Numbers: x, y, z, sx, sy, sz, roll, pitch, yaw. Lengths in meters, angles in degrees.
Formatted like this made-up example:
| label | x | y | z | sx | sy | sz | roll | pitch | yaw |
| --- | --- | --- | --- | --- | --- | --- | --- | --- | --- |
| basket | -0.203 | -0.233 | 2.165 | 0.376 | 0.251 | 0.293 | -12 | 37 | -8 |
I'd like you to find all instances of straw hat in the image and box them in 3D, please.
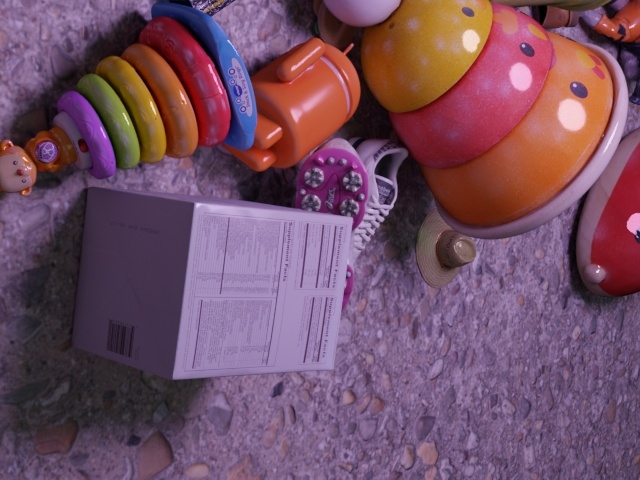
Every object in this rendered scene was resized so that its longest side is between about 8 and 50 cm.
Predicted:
| label | x | y | z | sx | sy | sz | roll | pitch | yaw |
| --- | --- | --- | --- | --- | --- | --- | --- | --- | --- |
| straw hat | 0.225 | 0.015 | 1.749 | 0.144 | 0.061 | 0.145 | -10 | 103 | -46 |

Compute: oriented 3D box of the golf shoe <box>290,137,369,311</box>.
| label | x | y | z | sx | sy | sz | roll | pitch | yaw |
| --- | --- | --- | --- | --- | --- | --- | --- | --- | --- |
| golf shoe | 0.000 | 0.000 | 1.460 | 0.140 | 0.115 | 0.306 | -85 | -169 | -65 |

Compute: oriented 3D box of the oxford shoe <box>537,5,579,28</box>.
| label | x | y | z | sx | sy | sz | roll | pitch | yaw |
| --- | --- | --- | --- | --- | --- | --- | --- | --- | --- |
| oxford shoe | 0.403 | -0.479 | 1.851 | 0.076 | 0.076 | 0.212 | -9 | 95 | -5 |

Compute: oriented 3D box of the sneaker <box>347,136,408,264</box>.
| label | x | y | z | sx | sy | sz | roll | pitch | yaw |
| --- | --- | --- | --- | --- | --- | --- | --- | --- | --- |
| sneaker | 0.053 | -0.040 | 1.531 | 0.090 | 0.094 | 0.235 | 24 | 82 | -48 |

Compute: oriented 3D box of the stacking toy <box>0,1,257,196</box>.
| label | x | y | z | sx | sy | sz | roll | pitch | yaw |
| --- | --- | --- | --- | --- | --- | --- | --- | --- | --- |
| stacking toy | -0.237 | -0.135 | 1.186 | 0.301 | 0.165 | 0.175 | -30 | 123 | -23 |

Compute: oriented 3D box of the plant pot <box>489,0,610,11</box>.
| label | x | y | z | sx | sy | sz | roll | pitch | yaw |
| --- | --- | --- | --- | --- | --- | --- | --- | --- | --- |
| plant pot | 0.309 | -0.470 | 1.636 | 0.253 | 0.276 | 0.276 | -21 | 113 | -30 |

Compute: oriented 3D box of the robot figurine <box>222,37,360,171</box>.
| label | x | y | z | sx | sy | sz | roll | pitch | yaw |
| --- | --- | --- | --- | --- | --- | --- | --- | --- | --- |
| robot figurine | -0.034 | -0.180 | 1.391 | 0.219 | 0.128 | 0.158 | -42 | 121 | -33 |

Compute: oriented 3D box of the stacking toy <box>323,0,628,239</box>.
| label | x | y | z | sx | sy | sz | roll | pitch | yaw |
| --- | --- | --- | --- | --- | --- | --- | --- | --- | --- |
| stacking toy | 0.176 | -0.251 | 1.499 | 0.480 | 0.350 | 0.351 | 35 | 71 | -32 |

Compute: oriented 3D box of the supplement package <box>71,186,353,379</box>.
| label | x | y | z | sx | sy | sz | roll | pitch | yaw |
| --- | --- | --- | --- | --- | --- | --- | --- | --- | --- |
| supplement package | -0.128 | 0.049 | 1.274 | 0.262 | 0.199 | 0.198 | 4 | 95 | -47 |

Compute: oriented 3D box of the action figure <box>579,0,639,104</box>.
| label | x | y | z | sx | sy | sz | roll | pitch | yaw |
| --- | --- | --- | --- | --- | --- | --- | --- | --- | --- |
| action figure | 0.652 | -0.461 | 2.046 | 0.341 | 0.178 | 0.330 | -49 | 139 | 3 |

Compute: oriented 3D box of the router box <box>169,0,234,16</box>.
| label | x | y | z | sx | sy | sz | roll | pitch | yaw |
| --- | --- | --- | --- | --- | --- | --- | --- | --- | --- |
| router box | -0.129 | -0.368 | 1.312 | 0.179 | 0.046 | 0.133 | -43 | 125 | -33 |

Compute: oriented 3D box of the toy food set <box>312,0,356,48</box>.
| label | x | y | z | sx | sy | sz | roll | pitch | yaw |
| --- | --- | --- | --- | --- | --- | --- | --- | --- | --- |
| toy food set | 0.021 | -0.313 | 1.501 | 0.083 | 0.020 | 0.083 | -10 | 105 | -46 |

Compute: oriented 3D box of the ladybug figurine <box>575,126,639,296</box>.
| label | x | y | z | sx | sy | sz | roll | pitch | yaw |
| --- | --- | --- | --- | --- | --- | --- | --- | --- | --- |
| ladybug figurine | 0.674 | -0.055 | 2.143 | 0.449 | 0.161 | 0.305 | -48 | 129 | -30 |
